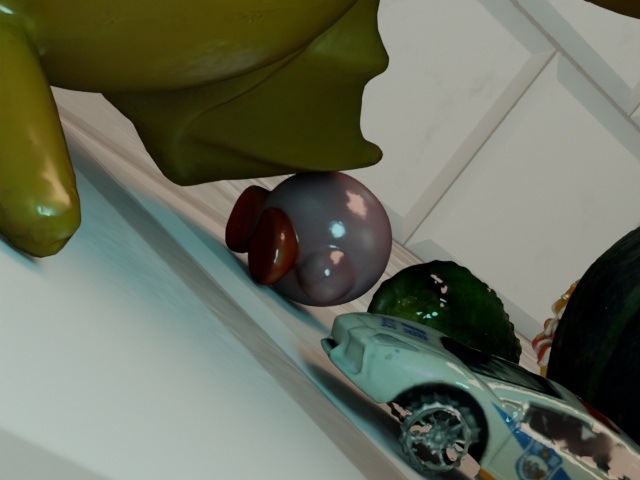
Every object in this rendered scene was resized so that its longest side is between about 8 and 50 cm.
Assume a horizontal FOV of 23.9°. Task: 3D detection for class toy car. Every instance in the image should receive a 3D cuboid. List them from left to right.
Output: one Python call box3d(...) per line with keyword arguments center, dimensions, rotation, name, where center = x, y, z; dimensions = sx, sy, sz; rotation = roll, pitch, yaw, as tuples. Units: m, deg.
box3d(center=(0.090, 0.088, 0.580), dimensions=(0.205, 0.056, 0.095), rotation=(39, 4, -3), name="toy car")

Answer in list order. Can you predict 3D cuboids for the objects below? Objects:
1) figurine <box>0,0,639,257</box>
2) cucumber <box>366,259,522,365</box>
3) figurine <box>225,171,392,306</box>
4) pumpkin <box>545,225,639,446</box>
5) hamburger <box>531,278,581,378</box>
box3d(center=(0.004, -0.155, 0.534), dimensions=(0.387, 0.268, 0.401), rotation=(-14, 5, -41), name="figurine")
box3d(center=(0.071, 0.053, 0.799), dimensions=(0.069, 0.069, 0.227), rotation=(39, 0, 19), name="cucumber")
box3d(center=(0.000, 0.000, 0.732), dimensions=(0.071, 0.067, 0.083), rotation=(16, 28, -20), name="figurine")
box3d(center=(0.230, 0.095, 0.726), dimensions=(0.250, 0.216, 0.250), rotation=(161, -90, -84), name="pumpkin")
box3d(center=(0.317, 0.120, 1.233), dimensions=(0.295, 0.227, 0.151), rotation=(37, -22, 49), name="hamburger")
